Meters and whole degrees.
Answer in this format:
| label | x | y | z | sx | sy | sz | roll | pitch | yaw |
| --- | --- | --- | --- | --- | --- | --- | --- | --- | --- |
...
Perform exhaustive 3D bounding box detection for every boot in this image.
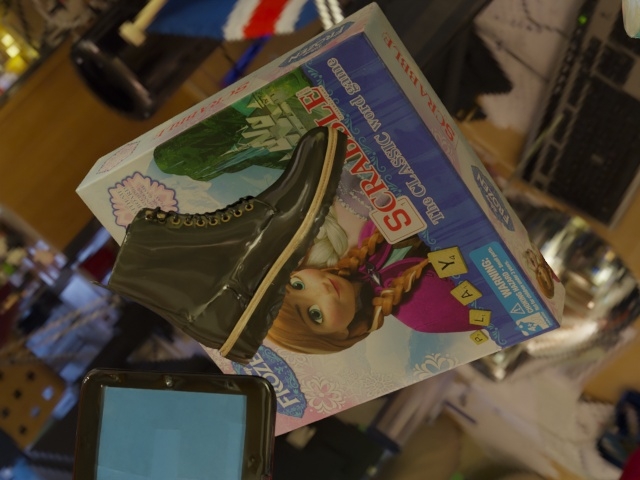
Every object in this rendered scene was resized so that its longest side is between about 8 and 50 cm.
| label | x | y | z | sx | sy | sz | roll | pitch | yaw |
| --- | --- | --- | --- | --- | --- | --- | --- | --- | --- |
| boot | -0.074 | -0.020 | 0.924 | 0.137 | 0.197 | 0.077 | 26 | 172 | -9 |

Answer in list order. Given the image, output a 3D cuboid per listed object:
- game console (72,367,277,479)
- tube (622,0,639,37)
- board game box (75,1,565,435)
| label | x | y | z | sx | sy | sz | roll | pitch | yaw |
| --- | --- | --- | --- | --- | --- | --- | --- | --- | --- |
| game console | -0.098 | 0.127 | 0.572 | 0.144 | 0.124 | 0.085 | -4 | 110 | 41 |
| tube | 0.316 | -0.164 | 0.827 | 0.207 | 0.052 | 0.080 | 1 | 108 | -3 |
| board game box | 0.000 | 0.000 | 1.071 | 0.318 | 0.066 | 0.318 | -26 | 112 | 28 |
